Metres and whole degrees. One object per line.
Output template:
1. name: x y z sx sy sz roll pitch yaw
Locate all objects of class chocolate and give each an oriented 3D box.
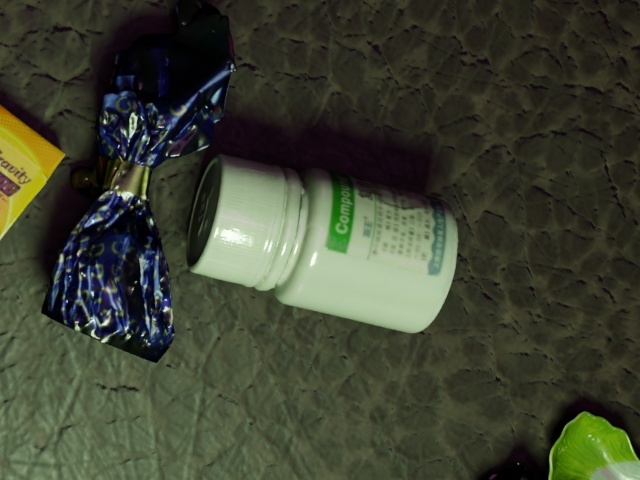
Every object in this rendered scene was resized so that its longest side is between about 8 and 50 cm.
1. chocolate: -0.170 -0.068 1.558 0.126 0.148 0.343 22 79 -55

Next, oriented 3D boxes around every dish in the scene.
1. dish: 0.291 0.239 1.749 0.137 0.039 0.091 32 79 -16

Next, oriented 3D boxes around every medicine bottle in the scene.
1. medicine bottle: 0.000 0.000 1.602 0.237 0.139 0.139 14 89 -15

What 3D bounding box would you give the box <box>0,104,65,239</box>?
1. box: -0.373 -0.018 1.539 0.152 0.043 0.269 38 83 -17

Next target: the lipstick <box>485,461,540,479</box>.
1. lipstick: 0.311 0.393 1.744 0.077 0.077 0.418 -44 104 -10
